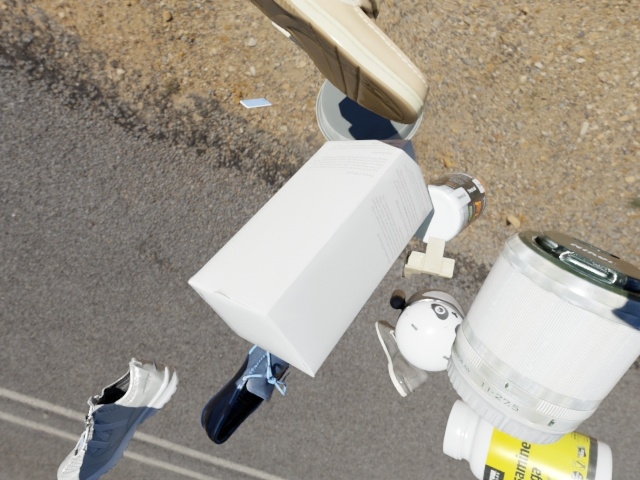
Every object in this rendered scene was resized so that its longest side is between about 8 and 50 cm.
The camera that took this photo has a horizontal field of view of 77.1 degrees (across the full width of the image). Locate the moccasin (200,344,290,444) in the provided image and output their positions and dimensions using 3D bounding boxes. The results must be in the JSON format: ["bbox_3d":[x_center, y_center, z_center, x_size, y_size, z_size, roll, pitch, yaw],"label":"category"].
[{"bbox_3d":[-0.159,0.385,1.054,0.138,0.117,0.342,42,84,-31],"label":"moccasin"}]

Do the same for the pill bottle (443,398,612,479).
[{"bbox_3d":[0.481,0.512,0.965,0.334,0.188,0.187,11,128,31],"label":"pill bottle"}]

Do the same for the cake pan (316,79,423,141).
[{"bbox_3d":[0.130,-0.369,1.073,0.293,0.054,0.293,-1,82,7],"label":"cake pan"}]

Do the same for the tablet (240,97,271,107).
[{"bbox_3d":[-0.199,-0.422,1.234,0.083,0.054,0.006,-20,137,-32],"label":"tablet"}]

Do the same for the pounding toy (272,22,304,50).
[{"bbox_3d":[0.014,-0.379,0.736,0.141,0.130,0.100,41,109,5],"label":"pounding toy"}]

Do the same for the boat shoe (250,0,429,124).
[{"bbox_3d":[0.014,-0.282,0.478,0.110,0.121,0.341,-45,83,2],"label":"boat shoe"}]

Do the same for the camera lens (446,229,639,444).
[{"bbox_3d":[0.346,0.137,0.621,0.219,0.219,0.274,18,113,-3],"label":"camera lens"}]

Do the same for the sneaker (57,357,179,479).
[{"bbox_3d":[-0.413,0.340,0.781,0.281,0.105,0.115,-51,125,-10],"label":"sneaker"}]

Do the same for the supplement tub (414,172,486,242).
[{"bbox_3d":[0.262,-0.072,0.817,0.117,0.190,0.117,17,118,35],"label":"supplement tub"}]

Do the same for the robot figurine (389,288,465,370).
[{"bbox_3d":[0.284,0.215,1.016,0.209,0.278,0.173,-2,94,18],"label":"robot figurine"}]

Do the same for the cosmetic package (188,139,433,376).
[{"bbox_3d":[0.000,0.000,0.650,0.197,0.365,0.155,14,145,44],"label":"cosmetic package"}]

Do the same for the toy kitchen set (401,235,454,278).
[{"bbox_3d":[0.204,0.037,0.760,0.083,0.068,0.075,13,161,10],"label":"toy kitchen set"}]

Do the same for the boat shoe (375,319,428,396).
[{"bbox_3d":[0.252,0.345,1.254,0.096,0.335,0.112,-30,109,9],"label":"boat shoe"}]
